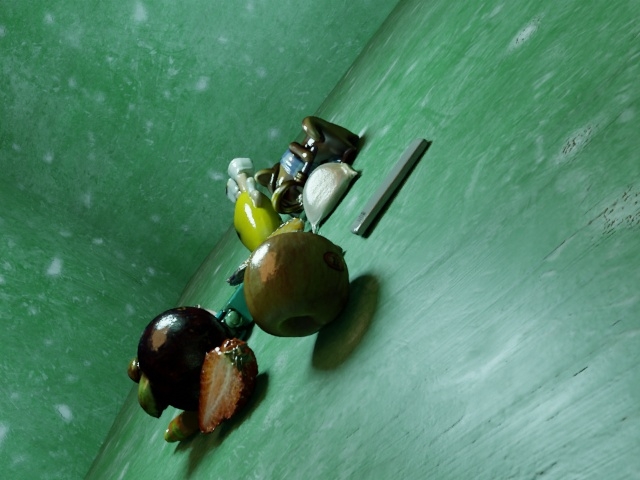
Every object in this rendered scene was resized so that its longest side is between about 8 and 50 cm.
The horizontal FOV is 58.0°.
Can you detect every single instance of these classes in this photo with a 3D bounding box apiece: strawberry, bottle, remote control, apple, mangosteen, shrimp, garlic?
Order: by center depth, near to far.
[{"bbox_3d":[-0.047,0.087,1.139,0.211,0.211,0.187,-42,46,46],"label":"apple"},{"bbox_3d":[0.154,-0.118,1.292,0.260,0.029,0.067,-54,13,1],"label":"remote control"},{"bbox_3d":[-0.205,0.335,1.356,0.236,0.107,0.175,-47,53,37],"label":"strawberry"},{"bbox_3d":[-0.356,0.315,1.506,0.288,0.288,0.288,-52,14,19],"label":"mangosteen"},{"bbox_3d":[-0.389,0.524,1.606,0.187,0.069,0.069,-46,17,45],"label":"bottle"},{"bbox_3d":[0.002,-0.120,1.721,0.148,0.129,0.266,-63,-1,-78],"label":"garlic"},{"bbox_3d":[-0.165,0.047,1.757,0.317,0.062,0.164,-41,17,9],"label":"shrimp"}]

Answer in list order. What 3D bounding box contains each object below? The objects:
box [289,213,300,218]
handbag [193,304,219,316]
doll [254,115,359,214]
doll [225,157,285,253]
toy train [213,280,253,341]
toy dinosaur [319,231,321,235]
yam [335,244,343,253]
[{"bbox_3d":[-0.060,-0.176,2.119,0.207,0.050,0.041,-61,13,-18],"label":"box"},{"bbox_3d":[-0.483,0.345,2.239,0.179,0.117,0.205,-37,25,58],"label":"handbag"},{"bbox_3d":[-0.033,-0.241,1.895,0.340,0.209,0.318,-43,-14,20],"label":"doll"},{"bbox_3d":[-0.234,-0.083,2.010,0.161,0.422,0.348,-18,-5,-15],"label":"doll"},{"bbox_3d":[-0.296,0.262,1.804,0.298,0.120,0.194,-41,13,47],"label":"toy train"},{"bbox_3d":[0.000,0.000,1.564,0.062,0.021,0.083,-25,37,52],"label":"toy dinosaur"},{"bbox_3d":[0.011,0.075,1.325,0.032,0.032,0.145,-32,29,60],"label":"yam"}]
